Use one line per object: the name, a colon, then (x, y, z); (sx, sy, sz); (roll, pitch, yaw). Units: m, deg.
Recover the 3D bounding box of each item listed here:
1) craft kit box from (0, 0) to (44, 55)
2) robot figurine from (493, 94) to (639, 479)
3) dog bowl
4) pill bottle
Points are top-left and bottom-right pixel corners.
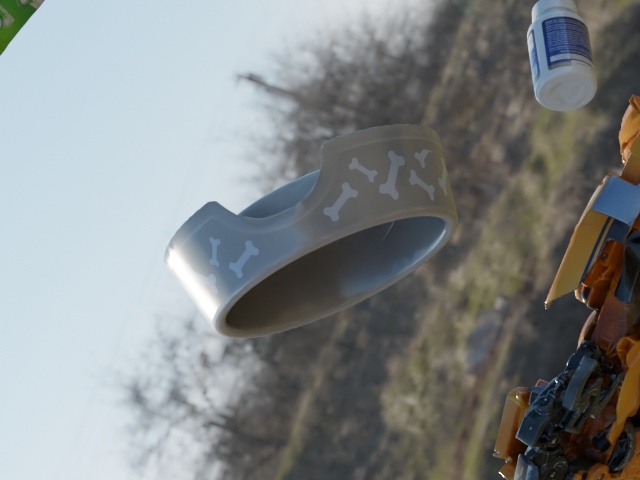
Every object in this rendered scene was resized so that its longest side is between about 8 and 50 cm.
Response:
craft kit box: (-0.267, -0.317, 1.346); (0.247, 0.061, 0.250); (-52, -44, -10)
robot figurine: (0.209, 0.057, 1.088); (0.211, 0.085, 0.291); (6, -69, -48)
dog bowl: (0.000, 0.000, 1.910); (0.349, 0.349, 0.102); (96, 150, -70)
pill bottle: (0.258, -0.204, 1.796); (0.067, 0.067, 0.120); (103, 168, -53)
